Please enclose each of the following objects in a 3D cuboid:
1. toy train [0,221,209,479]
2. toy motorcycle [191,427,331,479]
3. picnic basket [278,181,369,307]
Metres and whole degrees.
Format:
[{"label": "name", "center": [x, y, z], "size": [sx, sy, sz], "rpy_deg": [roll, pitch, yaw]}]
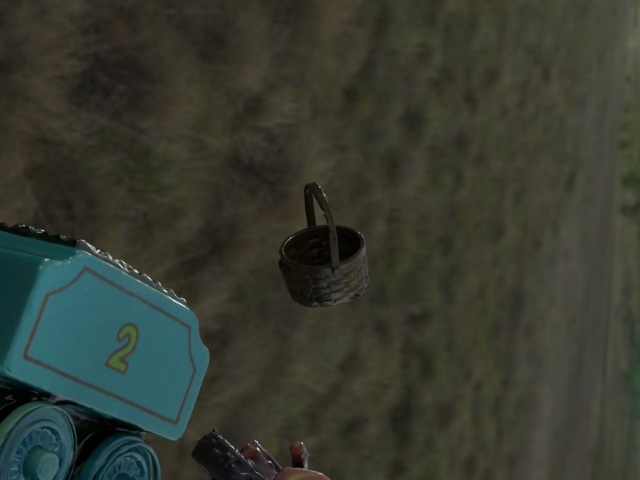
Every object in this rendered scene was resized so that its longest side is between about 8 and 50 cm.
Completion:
[{"label": "toy train", "center": [-0.157, 0.082, 0.764], "size": [0.203, 0.112, 0.163], "rpy_deg": [39, 67, -59]}, {"label": "toy motorcycle", "center": [0.010, 0.264, 1.067], "size": [0.089, 0.171, 0.298], "rpy_deg": [-43, 119, -13]}, {"label": "picnic basket", "center": [0.000, 0.000, 0.958], "size": [0.072, 0.072, 0.083], "rpy_deg": [-62, 150, -58]}]
